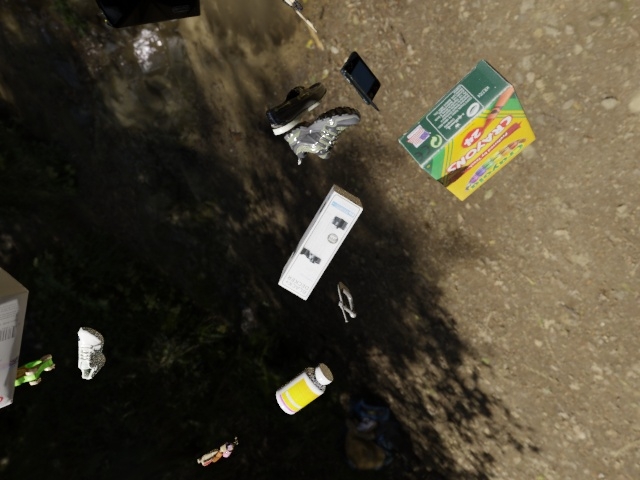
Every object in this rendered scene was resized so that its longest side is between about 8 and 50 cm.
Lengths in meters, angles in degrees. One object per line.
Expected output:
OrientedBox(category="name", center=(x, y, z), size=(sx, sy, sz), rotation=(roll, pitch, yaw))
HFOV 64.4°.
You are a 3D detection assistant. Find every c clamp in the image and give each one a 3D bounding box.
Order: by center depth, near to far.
OrientedBox(category="c clamp", center=(0.082, 0.201, 1.600), size=(0.160, 0.022, 0.137), rotation=(38, -146, -65))

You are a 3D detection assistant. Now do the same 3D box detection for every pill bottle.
OrientedBox(category="pill bottle", center=(-0.022, 0.218, 0.754), size=(0.043, 0.083, 0.043), rotation=(46, -164, -17))

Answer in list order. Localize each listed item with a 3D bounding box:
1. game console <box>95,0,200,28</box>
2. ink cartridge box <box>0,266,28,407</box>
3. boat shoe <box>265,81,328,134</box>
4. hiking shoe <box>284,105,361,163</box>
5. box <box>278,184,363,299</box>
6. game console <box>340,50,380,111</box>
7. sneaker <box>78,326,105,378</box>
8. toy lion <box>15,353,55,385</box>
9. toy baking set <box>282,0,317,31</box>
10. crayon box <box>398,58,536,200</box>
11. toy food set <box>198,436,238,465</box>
OrientedBox(category="game console", center=(-0.111, -0.371, 0.560), size=(0.044, 0.361, 0.213), rotation=(27, 131, 27))
OrientedBox(category="ink cartridge box", center=(-0.596, 0.156, 0.789), size=(0.168, 0.171, 0.233), rotation=(28, 110, 23))
OrientedBox(category="boat shoe", center=(-0.058, -0.364, 1.329), size=(0.081, 0.228, 0.069), rotation=(-6, 125, 44))
OrientedBox(category="hiking shoe", center=(0.019, -0.289, 1.400), size=(0.226, 0.086, 0.114), rotation=(-14, 119, 26))
OrientedBox(category="box", center=(0.000, 0.000, 1.379), size=(0.087, 0.290, 0.169), rotation=(30, -167, -6))
OrientedBox(category="game console", center=(0.113, -0.394, 1.255), size=(0.071, 0.107, 0.122), rotation=(8, 153, 51))
OrientedBox(category="sneaker", center=(-0.552, 0.271, 1.217), size=(0.053, 0.061, 0.152), rotation=(8, 126, 2))
OrientedBox(category="toy lion", center=(-0.675, 0.302, 1.156), size=(0.100, 0.096, 0.034), rotation=(-89, -12, -75))
OrientedBox(category="toy baking set", center=(-0.098, -0.558, 1.101), size=(0.256, 0.030, 0.197), rotation=(40, -166, -9))
OrientedBox(category="crayon box", center=(0.308, -0.194, 1.010), size=(0.318, 0.202, 0.081), rotation=(16, -145, -58))
OrientedBox(category="toy food set", center=(-0.289, 0.612, 1.455), size=(0.019, 0.122, 0.078), rotation=(50, 154, 30))
